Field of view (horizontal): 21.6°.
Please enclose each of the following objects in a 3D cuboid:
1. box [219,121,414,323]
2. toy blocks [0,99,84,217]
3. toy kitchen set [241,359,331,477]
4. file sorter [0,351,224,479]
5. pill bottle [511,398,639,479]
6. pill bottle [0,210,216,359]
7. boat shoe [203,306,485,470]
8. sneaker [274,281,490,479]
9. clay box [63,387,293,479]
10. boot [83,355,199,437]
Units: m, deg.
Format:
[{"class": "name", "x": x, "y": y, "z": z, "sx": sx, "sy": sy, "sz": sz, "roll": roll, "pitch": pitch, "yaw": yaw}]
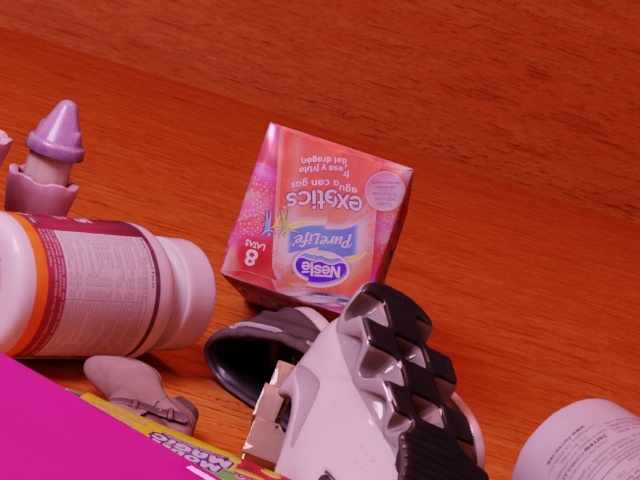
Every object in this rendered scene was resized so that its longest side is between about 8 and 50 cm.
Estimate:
[{"class": "box", "x": 0.000, "y": 0.000, "z": 1.643, "sx": 0.142, "sy": 0.154, "sz": 0.300, "roll": 18, "pitch": -5, "yaw": 4}, {"class": "toy blocks", "x": -0.389, "y": -0.107, "z": 1.456, "sx": 0.289, "sy": 0.260, "sz": 0.309, "roll": 26, "pitch": 14, "yaw": 29}, {"class": "toy kitchen set", "x": -0.018, "y": 0.155, "z": 1.331, "sx": 0.075, "sy": 0.083, "sz": 0.068, "roll": 20, "pitch": -29, "yaw": 4}, {"class": "file sorter", "x": -0.217, "y": 0.152, "z": 0.760, "sx": 0.291, "sy": 0.182, "sz": 0.202, "roll": 25, "pitch": 15, "yaw": 30}, {"class": "pill bottle", "x": 0.262, "y": 0.225, "z": 1.281, "sx": 0.131, "sy": 0.131, "sz": 0.229, "roll": 10, "pitch": 15, "yaw": -37}, {"class": "pill bottle", "x": -0.201, "y": 0.041, "z": 1.414, "sx": 0.121, "sy": 0.121, "sz": 0.221, "roll": 29, "pitch": 16, "yaw": 39}, {"class": "boat shoe", "x": 0.010, "y": 0.139, "z": 1.377, "sx": 0.096, "sy": 0.112, "sz": 0.335, "roll": -8, "pitch": 18, "yaw": -27}, {"class": "sneaker", "x": 0.040, "y": 0.191, "z": 1.179, "sx": 0.122, "sy": 0.146, "sz": 0.330, "roll": 32, "pitch": 28, "yaw": -30}, {"class": "clay box", "x": -0.091, "y": 0.178, "z": 0.965, "sx": 0.222, "sy": 0.127, "sz": 0.053, "roll": 21, "pitch": 12, "yaw": 10}, {"class": "boot", "x": -0.150, "y": 0.127, "z": 1.306, "sx": 0.118, "sy": 0.042, "sz": 0.087, "roll": 22, "pitch": 15, "yaw": 16}]
